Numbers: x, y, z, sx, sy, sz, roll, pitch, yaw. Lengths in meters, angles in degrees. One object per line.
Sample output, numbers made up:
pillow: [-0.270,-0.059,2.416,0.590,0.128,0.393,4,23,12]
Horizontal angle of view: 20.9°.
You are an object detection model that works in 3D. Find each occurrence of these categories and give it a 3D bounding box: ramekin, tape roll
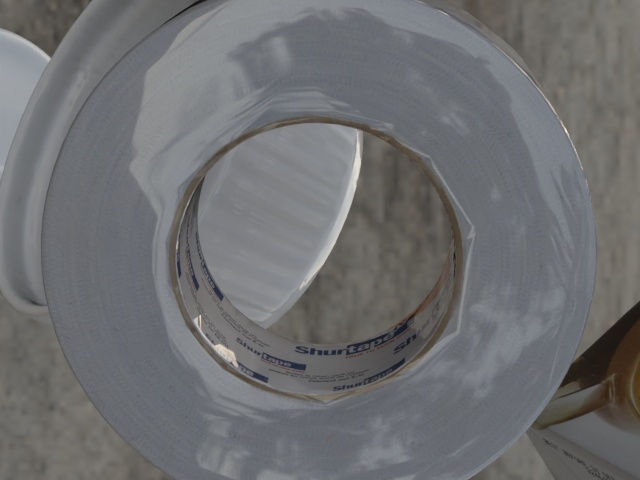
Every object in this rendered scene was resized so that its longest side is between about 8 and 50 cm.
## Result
ramekin: [-0.071,-0.038,0.905,0.109,0.207,0.207,26,59,-32]
tape roll: [0.000,0.000,0.714,0.072,0.219,0.219,-80,165,-76]

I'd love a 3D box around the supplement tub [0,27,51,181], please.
supplement tub: [-0.386,-0.064,1.745,0.193,0.316,0.194,18,55,-29]

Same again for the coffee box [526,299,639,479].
coffee box: [0.266,0.049,0.818,0.297,0.168,0.119,-40,119,-14]
